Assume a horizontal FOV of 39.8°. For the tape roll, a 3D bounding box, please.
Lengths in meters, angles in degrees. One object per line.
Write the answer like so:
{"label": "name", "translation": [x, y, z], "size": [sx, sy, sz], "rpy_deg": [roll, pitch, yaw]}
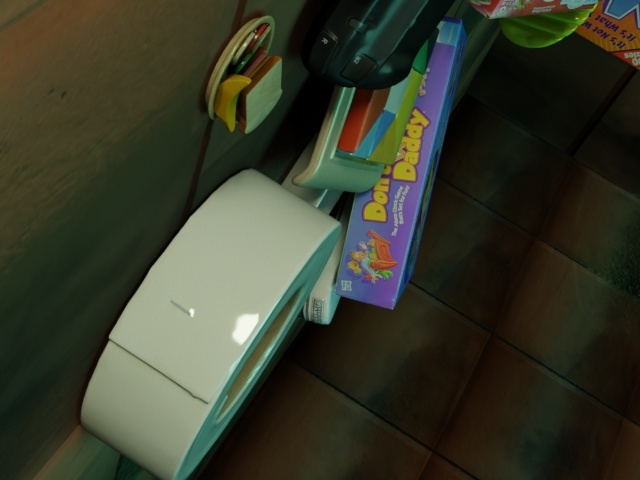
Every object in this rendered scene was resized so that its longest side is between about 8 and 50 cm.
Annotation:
{"label": "tape roll", "translation": [-0.094, 0.078, 0.808], "size": [0.286, 0.100, 0.286], "rpy_deg": [-57, 175, -8]}

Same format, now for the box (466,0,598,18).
{"label": "box", "translation": [0.234, -0.330, 0.953], "size": [0.256, 0.122, 0.128], "rpy_deg": [-20, 148, -47]}

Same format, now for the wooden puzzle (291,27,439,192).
{"label": "wooden puzzle", "translation": [0.065, -0.156, 0.898], "size": [0.239, 0.044, 0.221], "rpy_deg": [-67, 163, 9]}

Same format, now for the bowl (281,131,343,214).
{"label": "bowl", "translation": [-0.004, -0.068, 1.035], "size": [0.142, 0.053, 0.142], "rpy_deg": [-57, 175, -6]}

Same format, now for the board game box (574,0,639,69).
{"label": "board game box", "translation": [0.564, -0.594, 1.548], "size": [0.356, 0.356, 0.356], "rpy_deg": [-53, 173, -36]}

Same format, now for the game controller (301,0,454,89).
{"label": "game controller", "translation": [0.104, -0.253, 0.692], "size": [0.319, 0.067, 0.166], "rpy_deg": [-53, 170, 19]}

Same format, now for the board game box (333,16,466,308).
{"label": "board game box", "translation": [0.110, -0.108, 1.142], "size": [0.233, 0.078, 0.347], "rpy_deg": [-35, 138, -77]}

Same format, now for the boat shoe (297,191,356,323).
{"label": "boat shoe", "translation": [0.000, 0.000, 1.222], "size": [0.301, 0.102, 0.108], "rpy_deg": [-66, 164, -49]}

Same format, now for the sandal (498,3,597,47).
{"label": "sandal", "translation": [0.348, -0.403, 1.185], "size": [0.317, 0.126, 0.138], "rpy_deg": [-60, 178, 36]}

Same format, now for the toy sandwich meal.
{"label": "toy sandwich meal", "translation": [-0.045, -0.106, 0.580], "size": [0.086, 0.029, 0.085], "rpy_deg": [-57, 174, -9]}
